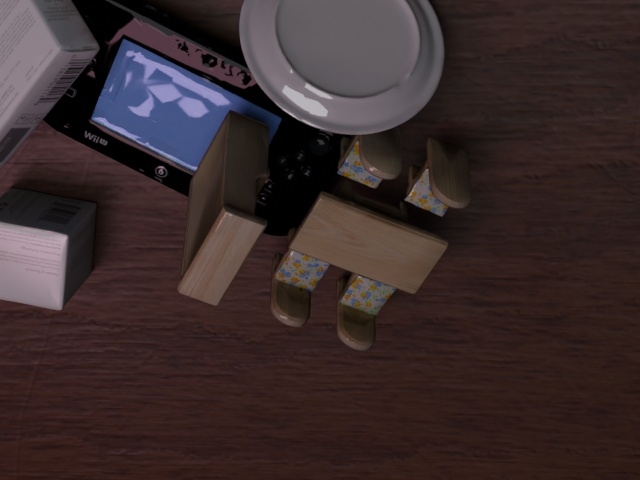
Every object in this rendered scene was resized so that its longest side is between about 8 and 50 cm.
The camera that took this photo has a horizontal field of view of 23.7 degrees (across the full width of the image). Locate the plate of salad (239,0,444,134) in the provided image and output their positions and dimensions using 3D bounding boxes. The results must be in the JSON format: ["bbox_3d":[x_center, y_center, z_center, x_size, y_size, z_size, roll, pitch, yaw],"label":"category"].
[{"bbox_3d":[0.019,-0.187,1.440,0.200,0.200,0.048,29,155,-3],"label":"plate of salad"}]

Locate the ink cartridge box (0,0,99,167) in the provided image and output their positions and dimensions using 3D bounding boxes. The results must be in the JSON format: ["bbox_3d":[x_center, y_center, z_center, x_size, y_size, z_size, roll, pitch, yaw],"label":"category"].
[{"bbox_3d":[-0.332,-0.215,1.482,0.189,0.066,0.232,-44,66,34],"label":"ink cartridge box"}]

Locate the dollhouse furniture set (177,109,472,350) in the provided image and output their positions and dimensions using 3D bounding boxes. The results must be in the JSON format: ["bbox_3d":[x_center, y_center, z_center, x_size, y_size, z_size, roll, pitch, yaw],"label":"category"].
[{"bbox_3d":[0.000,0.000,1.450,0.242,0.161,0.212,20,127,-16],"label":"dollhouse furniture set"}]

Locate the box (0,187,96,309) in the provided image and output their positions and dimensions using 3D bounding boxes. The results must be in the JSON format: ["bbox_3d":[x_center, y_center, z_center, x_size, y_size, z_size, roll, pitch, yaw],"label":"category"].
[{"bbox_3d":[-0.296,0.007,1.580,0.102,0.101,0.087,10,112,6],"label":"box"}]

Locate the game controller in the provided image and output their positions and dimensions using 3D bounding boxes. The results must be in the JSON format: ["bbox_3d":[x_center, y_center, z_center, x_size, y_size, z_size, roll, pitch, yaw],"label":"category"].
[{"bbox_3d":[-0.132,-0.127,1.523,0.319,0.067,0.166,27,112,-2],"label":"game controller"}]
